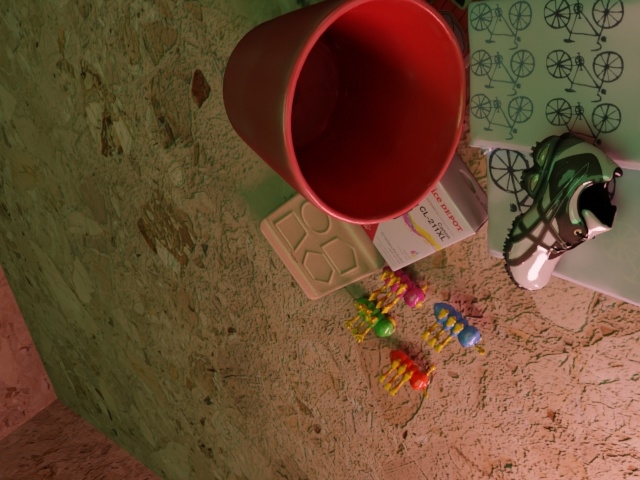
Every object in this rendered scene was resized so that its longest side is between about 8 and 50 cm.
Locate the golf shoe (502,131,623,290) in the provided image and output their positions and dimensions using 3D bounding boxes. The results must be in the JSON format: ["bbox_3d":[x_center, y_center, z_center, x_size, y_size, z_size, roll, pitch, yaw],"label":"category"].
[{"bbox_3d":[0.257,-0.012,0.612,0.094,0.077,0.198,39,144,42],"label":"golf shoe"}]

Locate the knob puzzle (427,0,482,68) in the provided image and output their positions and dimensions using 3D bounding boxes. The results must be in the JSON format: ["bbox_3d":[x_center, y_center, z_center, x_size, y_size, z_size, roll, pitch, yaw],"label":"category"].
[{"bbox_3d":[0.146,-0.310,0.712,0.213,0.030,0.213,23,131,29],"label":"knob puzzle"}]

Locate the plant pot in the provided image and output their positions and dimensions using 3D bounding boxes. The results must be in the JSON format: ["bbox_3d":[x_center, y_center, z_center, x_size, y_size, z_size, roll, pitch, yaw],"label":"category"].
[{"bbox_3d":[0.009,-0.182,0.750,0.243,0.275,0.275,30,138,50],"label":"plant pot"}]

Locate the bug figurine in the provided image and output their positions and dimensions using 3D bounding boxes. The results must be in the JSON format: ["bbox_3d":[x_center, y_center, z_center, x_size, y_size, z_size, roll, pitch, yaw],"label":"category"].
[{"bbox_3d":[0.157,0.154,1.002,0.216,0.072,0.279,47,144,14],"label":"bug figurine"}]

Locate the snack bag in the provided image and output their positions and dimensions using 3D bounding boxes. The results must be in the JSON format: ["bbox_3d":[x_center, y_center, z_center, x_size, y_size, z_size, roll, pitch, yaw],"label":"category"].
[{"bbox_3d":[0.286,-0.090,0.618,0.323,0.037,0.342,27,131,53],"label":"snack bag"}]

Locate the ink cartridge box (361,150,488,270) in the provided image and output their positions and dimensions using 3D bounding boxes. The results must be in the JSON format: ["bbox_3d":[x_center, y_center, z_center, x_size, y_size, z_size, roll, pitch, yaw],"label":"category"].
[{"bbox_3d":[0.149,-0.047,0.865,0.127,0.072,0.175,55,139,-3],"label":"ink cartridge box"}]

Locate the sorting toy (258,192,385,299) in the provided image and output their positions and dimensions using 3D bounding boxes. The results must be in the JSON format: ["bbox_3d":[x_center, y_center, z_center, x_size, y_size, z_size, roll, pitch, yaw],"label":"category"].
[{"bbox_3d":[0.000,0.000,1.063,0.208,0.038,0.193,-31,96,44],"label":"sorting toy"}]
